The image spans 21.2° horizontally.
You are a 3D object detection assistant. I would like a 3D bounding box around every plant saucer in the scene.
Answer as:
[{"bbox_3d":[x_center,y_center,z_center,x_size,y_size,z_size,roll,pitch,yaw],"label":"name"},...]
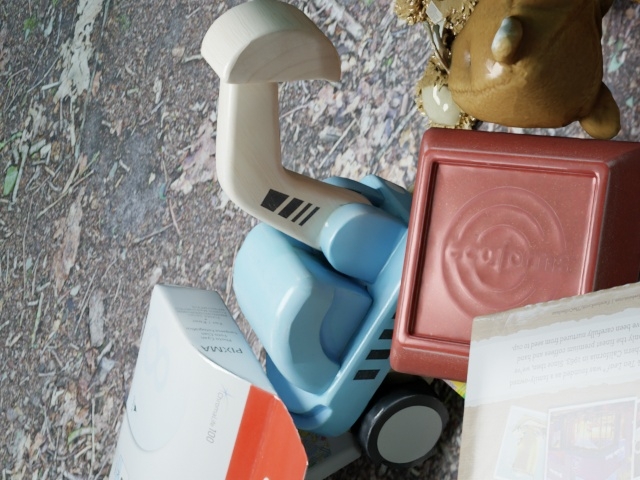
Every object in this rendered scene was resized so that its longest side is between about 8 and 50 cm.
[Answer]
[{"bbox_3d":[0.187,0.018,1.691,0.258,0.048,0.259,7,86,32],"label":"plant saucer"}]

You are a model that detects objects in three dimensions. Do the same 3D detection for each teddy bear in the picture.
[{"bbox_3d":[0.189,-0.292,2.060,0.245,0.113,0.338,-42,51,48],"label":"teddy bear"}]

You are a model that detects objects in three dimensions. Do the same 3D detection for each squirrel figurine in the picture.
[{"bbox_3d":[0.274,-0.295,1.724,0.397,0.281,0.370,-15,47,39],"label":"squirrel figurine"}]

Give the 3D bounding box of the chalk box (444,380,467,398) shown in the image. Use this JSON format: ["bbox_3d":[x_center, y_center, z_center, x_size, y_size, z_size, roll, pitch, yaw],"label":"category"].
[{"bbox_3d":[0.222,0.071,1.792,0.132,0.132,0.213,38,106,55],"label":"chalk box"}]

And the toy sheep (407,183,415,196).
[{"bbox_3d":[0.079,-0.022,2.093,0.091,0.091,0.132,-4,46,55],"label":"toy sheep"}]

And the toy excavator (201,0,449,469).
[{"bbox_3d":[0.000,0.000,1.864,0.433,0.445,0.222,-59,35,17],"label":"toy excavator"}]

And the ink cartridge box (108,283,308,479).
[{"bbox_3d":[-0.142,0.274,1.967,0.385,0.091,0.308,-124,45,-58],"label":"ink cartridge box"}]

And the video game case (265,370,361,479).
[{"bbox_3d":[-0.068,0.248,2.129,0.227,0.026,0.206,-33,37,12],"label":"video game case"}]

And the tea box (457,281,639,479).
[{"bbox_3d":[0.336,0.179,1.394,0.329,0.324,0.220,-16,62,51],"label":"tea box"}]
